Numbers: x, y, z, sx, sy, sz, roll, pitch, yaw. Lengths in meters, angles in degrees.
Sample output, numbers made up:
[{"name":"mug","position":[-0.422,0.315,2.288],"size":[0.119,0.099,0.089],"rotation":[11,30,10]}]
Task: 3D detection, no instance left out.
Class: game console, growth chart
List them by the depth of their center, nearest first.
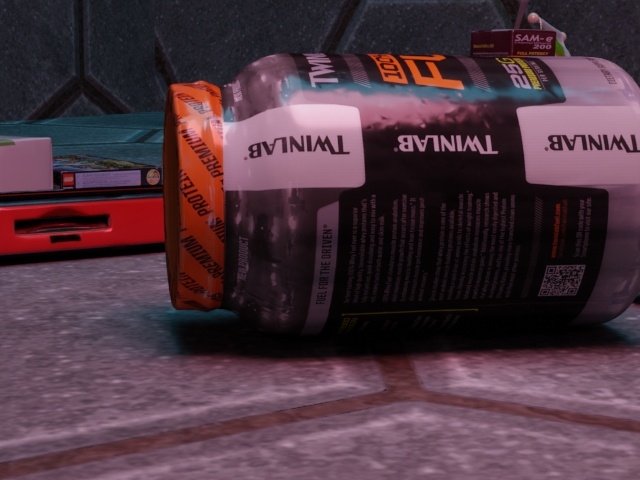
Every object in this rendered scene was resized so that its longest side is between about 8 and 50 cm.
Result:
[{"name":"game console","position":[-0.290,-0.026,1.349],"size":[0.386,0.060,0.342],"rotation":[-4,5,-31]},{"name":"growth chart","position":[0.376,-0.222,1.751],"size":[0.021,0.237,0.172],"rotation":[-30,-8,23]}]

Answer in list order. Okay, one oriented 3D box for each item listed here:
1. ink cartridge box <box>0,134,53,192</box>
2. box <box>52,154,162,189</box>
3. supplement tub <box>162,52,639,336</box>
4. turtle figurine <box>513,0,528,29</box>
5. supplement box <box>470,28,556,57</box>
[{"name":"ink cartridge box","position":[-0.494,-0.095,1.607],"size":[0.219,0.092,0.160],"rotation":[6,10,27]},{"name":"box","position":[-0.360,-0.094,1.765],"size":[0.159,0.044,0.233],"rotation":[-7,12,-38]},{"name":"supplement tub","position":[0.058,-0.034,0.886],"size":[0.338,0.207,0.207],"rotation":[-1,9,-12]},{"name":"turtle figurine","position":[0.282,-0.232,1.930],"size":[0.266,0.198,0.275],"rotation":[-29,-34,21]},{"name":"supplement box","position":[0.265,-0.175,1.686],"size":[0.073,0.239,0.130],"rotation":[-2,10,-19]}]
